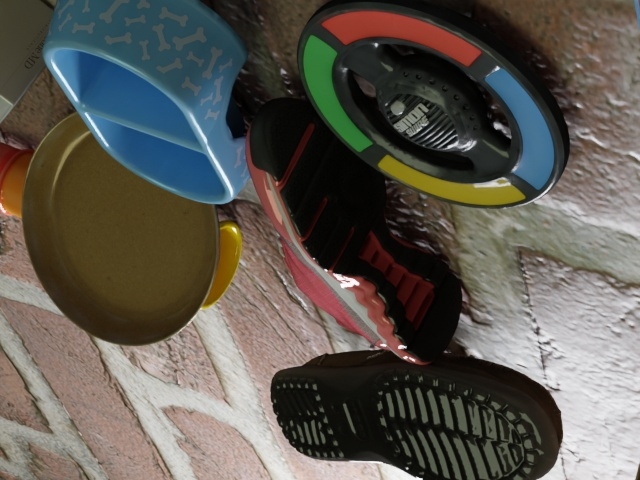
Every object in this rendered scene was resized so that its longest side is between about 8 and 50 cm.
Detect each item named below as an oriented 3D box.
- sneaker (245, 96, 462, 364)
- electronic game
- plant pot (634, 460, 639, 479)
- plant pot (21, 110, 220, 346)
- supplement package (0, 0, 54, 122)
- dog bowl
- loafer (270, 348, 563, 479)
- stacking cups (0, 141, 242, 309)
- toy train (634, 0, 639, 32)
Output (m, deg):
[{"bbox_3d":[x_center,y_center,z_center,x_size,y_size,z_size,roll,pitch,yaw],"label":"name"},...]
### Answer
[{"bbox_3d":[0.000,0.001,1.441,0.136,0.116,0.314,6,144,42],"label":"sneaker"},{"bbox_3d":[0.085,-0.104,1.254,0.229,0.048,0.229,25,152,14],"label":"electronic game"},{"bbox_3d":[0.420,0.222,1.301,0.254,0.237,0.237,23,156,-17],"label":"plant pot"},{"bbox_3d":[-0.189,-0.015,1.572,0.236,0.032,0.236,7,104,30],"label":"plant pot"},{"bbox_3d":[-0.334,-0.196,1.465,0.179,0.105,0.105,37,152,-12],"label":"supplement package"},{"bbox_3d":[-0.134,-0.121,1.361,0.166,0.074,0.297,20,162,18],"label":"dog bowl"},{"bbox_3d":[0.103,0.151,1.593,0.366,0.130,0.134,5,116,48],"label":"loafer"},{"bbox_3d":[-0.238,-0.022,1.666,0.316,0.096,0.096,19,150,23],"label":"stacking cups"},{"bbox_3d":[0.270,-0.155,0.955,0.184,0.080,0.105,15,158,25],"label":"toy train"}]
